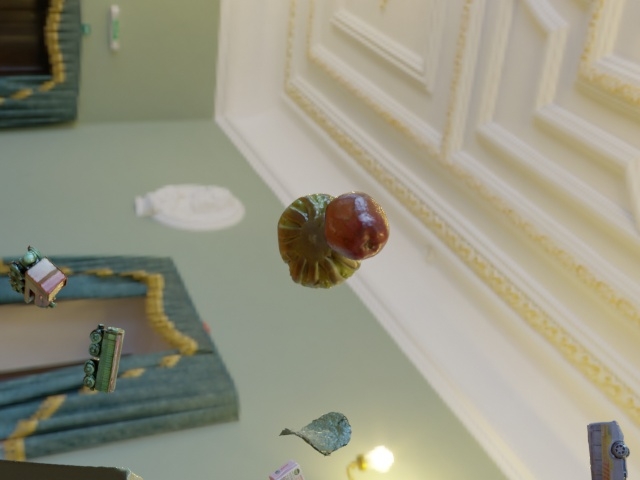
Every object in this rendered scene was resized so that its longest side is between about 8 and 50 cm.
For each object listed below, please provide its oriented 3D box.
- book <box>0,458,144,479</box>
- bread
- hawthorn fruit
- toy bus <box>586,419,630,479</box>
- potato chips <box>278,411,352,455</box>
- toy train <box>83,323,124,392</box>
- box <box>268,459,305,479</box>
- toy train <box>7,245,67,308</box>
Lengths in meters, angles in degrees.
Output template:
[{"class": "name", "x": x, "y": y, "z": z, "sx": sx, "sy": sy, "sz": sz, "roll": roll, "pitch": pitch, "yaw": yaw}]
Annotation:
[{"class": "book", "x": -0.438, "y": 0.436, "z": 1.307, "sx": 0.043, "sy": 0.370, "sz": 0.260, "roll": 51, "pitch": 45, "yaw": -54}, {"class": "bread", "x": 0.000, "y": 0.000, "z": 2.046, "sx": 0.105, "sy": 0.213, "sz": 0.213, "roll": 37, "pitch": 44, "yaw": -78}, {"class": "hawthorn fruit", "x": 0.071, "y": -0.025, "z": 1.841, "sx": 0.138, "sy": 0.132, "sz": 0.133, "roll": -135, "pitch": -136, "yaw": -54}, {"class": "toy bus", "x": 0.531, "y": 0.428, "z": 1.709, "sx": 0.064, "sy": 0.075, "sz": 0.191, "roll": 37, "pitch": 51, "yaw": -63}, {"class": "potato chips", "x": -0.016, "y": 0.436, "z": 2.104, "sx": 0.167, "sy": 0.228, "sz": 0.059, "roll": 4, "pitch": -85, "yaw": 27}, {"class": "toy train", "x": -0.462, "y": 0.252, "z": 1.981, "sx": 0.038, "sy": 0.070, "sz": 0.148, "roll": -72, "pitch": 174, "yaw": -82}, {"class": "box", "x": -0.090, "y": 0.717, "z": 2.724, "sx": 0.043, "sy": 0.089, "sz": 0.125, "roll": 18, "pitch": -49, "yaw": 54}, {"class": "toy train", "x": -0.579, "y": 0.087, "z": 1.909, "sx": 0.118, "sy": 0.074, "sz": 0.176, "roll": 44, "pitch": -30, "yaw": 6}]
